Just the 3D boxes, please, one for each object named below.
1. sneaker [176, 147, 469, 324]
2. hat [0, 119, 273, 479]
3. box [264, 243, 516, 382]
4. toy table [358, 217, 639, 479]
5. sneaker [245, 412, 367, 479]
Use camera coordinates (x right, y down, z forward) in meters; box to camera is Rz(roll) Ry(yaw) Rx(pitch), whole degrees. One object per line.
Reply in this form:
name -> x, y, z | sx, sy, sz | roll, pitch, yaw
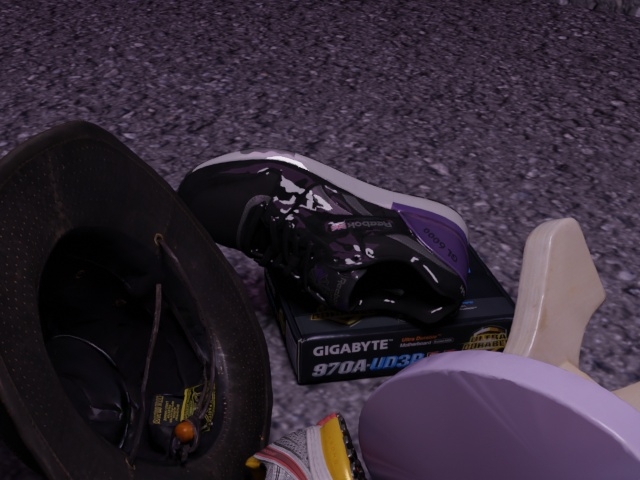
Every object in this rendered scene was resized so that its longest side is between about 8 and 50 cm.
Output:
sneaker -> 0.000, 0.000, 0.935 | 0.283, 0.107, 0.124 | 11, 35, -1
hat -> -0.169, 0.084, 0.742 | 0.134, 0.331, 0.331 | -17, 20, 24
box -> 0.066, 0.062, 1.012 | 0.220, 0.051, 0.175 | -4, 28, -12
toy table -> 0.169, 0.129, 0.709 | 0.161, 0.252, 0.274 | -31, 23, -34
sneaker -> -0.005, 0.216, 0.697 | 0.093, 0.088, 0.225 | -19, 27, 3
